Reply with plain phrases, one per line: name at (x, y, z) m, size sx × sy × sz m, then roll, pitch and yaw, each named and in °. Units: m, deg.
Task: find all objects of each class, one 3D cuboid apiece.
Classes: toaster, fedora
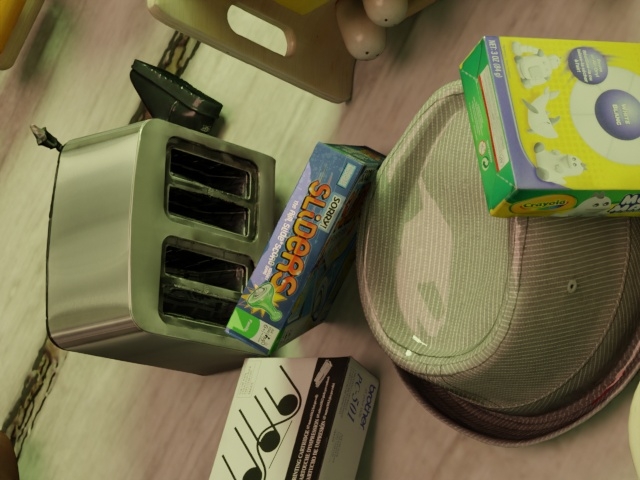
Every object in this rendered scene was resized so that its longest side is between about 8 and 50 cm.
toaster at (-0.120, 0.005, 1.129) m, size 0.110 × 0.186 × 0.168 m, roll -13°, pitch 69°, yaw 42°
fedora at (0.111, -0.009, 0.975) m, size 0.244 × 0.124 × 0.275 m, roll 10°, pitch 85°, yaw 41°

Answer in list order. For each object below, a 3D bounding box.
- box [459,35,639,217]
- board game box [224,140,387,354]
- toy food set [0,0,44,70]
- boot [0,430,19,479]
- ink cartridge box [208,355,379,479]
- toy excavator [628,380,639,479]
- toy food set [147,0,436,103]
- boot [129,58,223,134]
box at (0.180, -0.067, 0.906) m, size 0.043 × 0.179 × 0.105 m, roll 130°, pitch 135°, yaw -58°
board game box at (0.000, 0.000, 1.027) m, size 0.035 × 0.201 × 0.136 m, roll 27°, pitch 98°, yaw 8°
toy food set at (-0.343, -0.224, 1.430) m, size 0.232 × 0.111 × 0.104 m, roll 34°, pitch 100°, yaw 38°
boot at (-0.188, 0.244, 1.180) m, size 0.280 × 0.096 × 0.264 m, roll -20°, pitch 53°, yaw 27°
ink cartridge box at (-0.031, 0.183, 1.052) m, size 0.097 × 0.046 × 0.207 m, roll -4°, pitch 58°, yaw 35°
toy excavator at (0.212, 0.210, 0.791) m, size 0.433 × 0.222 × 0.445 m, roll -43°, pitch 45°, yaw 22°
toy food set at (0.063, -0.192, 1.004) m, size 0.306 × 0.220 × 0.092 m, roll -26°, pitch 62°, yaw 32°
boot at (-0.138, -0.090, 1.266) m, size 0.121 × 0.045 × 0.099 m, roll 35°, pitch 104°, yaw 40°
